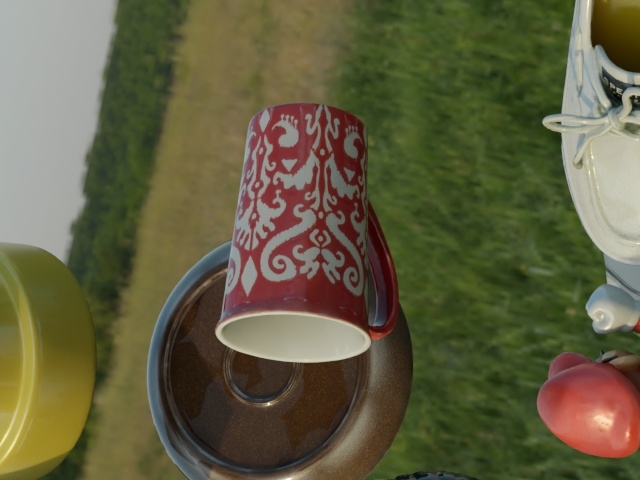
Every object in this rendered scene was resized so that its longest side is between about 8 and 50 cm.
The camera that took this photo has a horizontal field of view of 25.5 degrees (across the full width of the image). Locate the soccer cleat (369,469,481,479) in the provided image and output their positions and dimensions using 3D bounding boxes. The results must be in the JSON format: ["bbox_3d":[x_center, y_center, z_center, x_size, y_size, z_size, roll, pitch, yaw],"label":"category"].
[{"bbox_3d":[0.023,0.165,0.815,0.072,0.178,0.060,8,-103,-56],"label":"soccer cleat"}]

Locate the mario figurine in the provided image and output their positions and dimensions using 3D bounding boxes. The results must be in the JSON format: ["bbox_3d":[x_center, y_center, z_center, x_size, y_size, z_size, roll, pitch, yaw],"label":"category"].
[{"bbox_3d":[0.387,0.146,1.654,0.170,0.320,0.198,131,123,-64],"label":"mario figurine"}]

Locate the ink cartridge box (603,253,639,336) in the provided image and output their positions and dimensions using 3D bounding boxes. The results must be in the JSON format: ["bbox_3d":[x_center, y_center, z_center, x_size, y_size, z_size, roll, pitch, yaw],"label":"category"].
[{"bbox_3d":[0.433,0.015,1.746,0.087,0.153,0.208,43,167,33],"label":"ink cartridge box"}]

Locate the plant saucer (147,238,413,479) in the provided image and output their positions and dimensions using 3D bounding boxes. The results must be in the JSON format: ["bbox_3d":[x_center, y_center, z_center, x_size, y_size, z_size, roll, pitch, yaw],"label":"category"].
[{"bbox_3d":[-0.055,0.134,1.503,0.050,0.310,0.311,30,-111,-67],"label":"plant saucer"}]

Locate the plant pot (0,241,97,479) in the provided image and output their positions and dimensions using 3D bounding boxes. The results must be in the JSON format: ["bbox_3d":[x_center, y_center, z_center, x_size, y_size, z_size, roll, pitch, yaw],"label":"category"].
[{"bbox_3d":[-0.393,0.120,1.410,0.254,0.239,0.254,-5,82,40],"label":"plant pot"}]

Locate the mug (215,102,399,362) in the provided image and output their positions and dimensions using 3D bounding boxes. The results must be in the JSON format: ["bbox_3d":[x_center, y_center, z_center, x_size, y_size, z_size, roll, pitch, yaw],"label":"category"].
[{"bbox_3d":[-0.010,0.000,1.060,0.150,0.113,0.169,51,-142,-62],"label":"mug"}]

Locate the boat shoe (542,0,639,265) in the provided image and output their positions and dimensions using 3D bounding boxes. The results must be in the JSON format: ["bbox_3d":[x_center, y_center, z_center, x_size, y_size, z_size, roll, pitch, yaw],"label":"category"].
[{"bbox_3d":[0.259,-0.131,1.155,0.156,0.135,0.367,-48,-37,-59],"label":"boat shoe"}]
